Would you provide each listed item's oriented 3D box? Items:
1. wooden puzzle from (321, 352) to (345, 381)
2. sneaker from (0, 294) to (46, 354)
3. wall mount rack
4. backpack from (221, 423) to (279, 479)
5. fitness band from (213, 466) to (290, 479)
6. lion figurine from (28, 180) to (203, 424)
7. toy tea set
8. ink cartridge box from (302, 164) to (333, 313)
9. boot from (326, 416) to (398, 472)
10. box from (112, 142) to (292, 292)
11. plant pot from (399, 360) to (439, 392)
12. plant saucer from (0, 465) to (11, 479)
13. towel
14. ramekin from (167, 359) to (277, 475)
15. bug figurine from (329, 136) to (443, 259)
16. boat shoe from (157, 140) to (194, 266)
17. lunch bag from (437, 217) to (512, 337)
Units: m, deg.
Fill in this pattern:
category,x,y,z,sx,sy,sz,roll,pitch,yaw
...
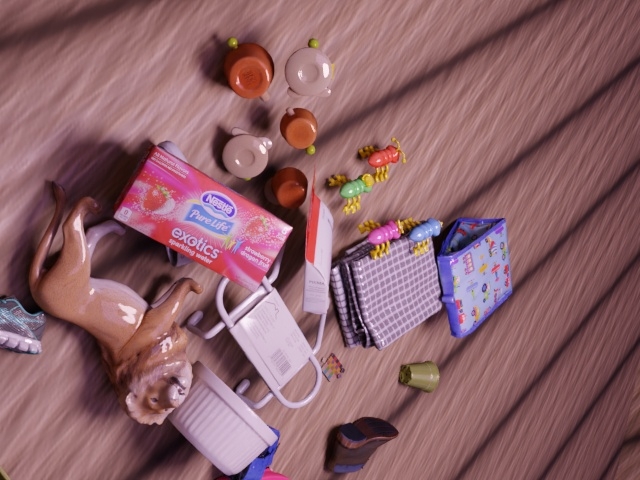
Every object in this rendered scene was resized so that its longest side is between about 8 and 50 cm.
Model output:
category,x,y,z,sx,sy,sz,roll,pitch,yaw
wooden puzzle,0.026,0.295,1.465,0.049,0.006,0.083,-49,125,-25
sneaker,-0.488,0.114,0.947,0.166,0.064,0.076,37,56,-43
wall mount rack,-0.091,0.151,1.264,0.304,0.130,0.350,-43,123,-25
backpack,-0.140,0.426,1.275,0.101,0.097,0.120,31,75,-44
fitness band,-0.170,0.586,1.308,0.290,0.054,0.209,2,98,-41
lion figurine,-0.345,0.111,1.031,0.392,0.142,0.240,42,75,-19
toy tea set,-0.092,-0.225,1.210,0.199,0.124,0.336,4,116,-9
ink cartridge box,0.000,0.000,1.235,0.232,0.066,0.189,101,-4,-46
boot,0.099,0.497,1.536,0.219,0.082,0.106,11,111,-47
box,-0.192,-0.037,1.025,0.256,0.122,0.128,31,89,-21
plant pot,0.250,0.350,1.636,0.079,0.083,0.084,12,89,-29
plant saucer,-0.536,0.455,0.956,0.188,0.045,0.189,-37,119,-32
towel,0.165,0.102,1.483,0.283,0.121,0.235,-27,113,-36
ramekin,-0.189,0.328,1.150,0.109,0.207,0.207,-45,124,-17
bug figurine,0.151,-0.086,1.395,0.216,0.072,0.279,-28,87,-32
boat shoe,-0.255,-0.057,1.103,0.075,0.083,0.227,-31,117,-36
lunch bag,0.382,0.095,1.618,0.293,0.138,0.221,-37,121,-51
